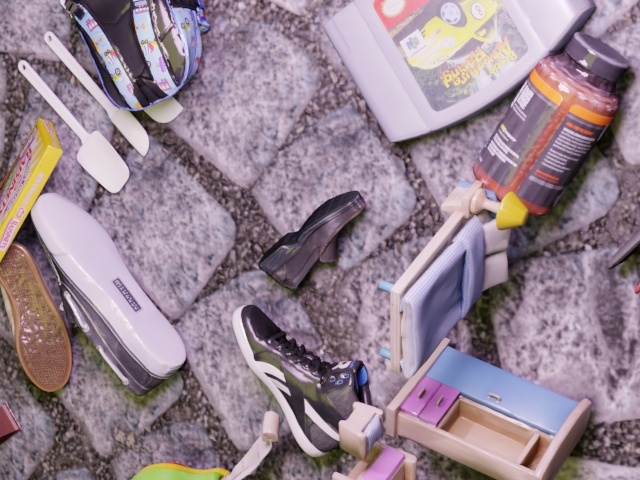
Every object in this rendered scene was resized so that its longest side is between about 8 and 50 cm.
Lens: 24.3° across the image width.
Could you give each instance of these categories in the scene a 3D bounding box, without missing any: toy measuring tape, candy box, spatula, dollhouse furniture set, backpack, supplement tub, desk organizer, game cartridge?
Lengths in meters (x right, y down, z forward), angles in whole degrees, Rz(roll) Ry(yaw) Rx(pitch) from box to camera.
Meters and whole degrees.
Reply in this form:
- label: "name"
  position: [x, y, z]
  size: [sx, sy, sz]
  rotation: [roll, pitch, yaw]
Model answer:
- label: "toy measuring tape"
  position: [-0.175, 0.315, 1.940]
  size: [0.121, 0.121, 0.330]
  rotation: [49, 128, 13]
- label: "candy box"
  position: [-0.416, -0.060, 2.026]
  size: [0.206, 0.027, 0.105]
  rotation: [-58, 31, 14]
- label: "spatula"
  position: [-0.308, -0.200, 2.000]
  size: [0.242, 0.019, 0.168]
  rotation: [47, 118, 14]
- label: "dollhouse furniture set"
  position: [0.167, 0.136, 1.609]
  size: [0.198, 0.286, 0.303]
  rotation: [21, 136, 24]
- label: "backpack"
  position: [-0.217, -0.257, 1.882]
  size: [0.158, 0.117, 0.173]
  rotation: [-24, 86, 29]
- label: "supplement tub"
  position: [0.260, -0.131, 1.650]
  size: [0.106, 0.106, 0.198]
  rotation: [39, 115, 17]
- label: "desk organizer"
  position: [-0.504, 0.292, 2.173]
  size: [0.130, 0.050, 0.047]
  rotation: [-36, 81, 29]
- label: "game cartridge"
  position: [0.160, -0.246, 1.717]
  size: [0.294, 0.060, 0.196]
  rotation: [-34, 86, 29]

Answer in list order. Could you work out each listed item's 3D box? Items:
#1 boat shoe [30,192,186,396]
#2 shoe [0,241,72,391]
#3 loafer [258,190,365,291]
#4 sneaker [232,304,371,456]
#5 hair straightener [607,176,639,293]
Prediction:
- label: "boat shoe"
  position: [-0.306, 0.076, 2.002]
  size: [0.102, 0.108, 0.301]
  rotation: [-41, 85, 27]
- label: "shoe"
  position: [-0.401, 0.105, 2.087]
  size: [0.077, 0.058, 0.219]
  rotation: [-17, 95, -6]
- label: "loafer"
  position: [0.000, 0.000, 1.849]
  size: [0.061, 0.062, 0.170]
  rotation: [46, 122, -10]
- label: "sneaker"
  position: [-0.010, 0.155, 1.870]
  size: [0.121, 0.079, 0.217]
  rotation: [-31, 92, 26]
- label: "hair straightener"
  position: [0.387, -0.053, 1.626]
  size: [0.089, 0.047, 0.230]
  rotation: [41, 115, 16]
